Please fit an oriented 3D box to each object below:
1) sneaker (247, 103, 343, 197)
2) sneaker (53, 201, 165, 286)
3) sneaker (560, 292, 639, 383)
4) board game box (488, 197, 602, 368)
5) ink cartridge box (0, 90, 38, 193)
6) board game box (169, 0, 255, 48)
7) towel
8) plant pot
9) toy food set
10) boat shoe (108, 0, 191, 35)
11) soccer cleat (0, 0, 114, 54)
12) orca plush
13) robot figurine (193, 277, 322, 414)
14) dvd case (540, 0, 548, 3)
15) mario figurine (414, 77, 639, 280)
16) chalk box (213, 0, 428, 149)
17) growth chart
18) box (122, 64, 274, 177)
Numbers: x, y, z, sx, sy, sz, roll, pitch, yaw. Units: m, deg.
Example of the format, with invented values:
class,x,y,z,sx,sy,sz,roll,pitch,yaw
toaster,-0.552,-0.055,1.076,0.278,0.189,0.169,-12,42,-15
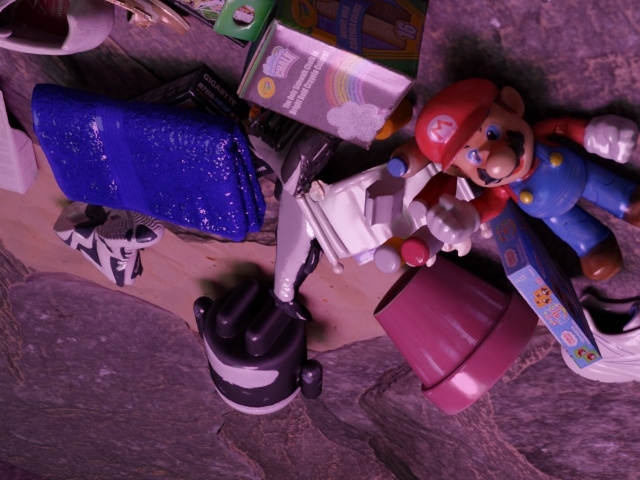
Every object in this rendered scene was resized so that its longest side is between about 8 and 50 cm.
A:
class,x,y,z,sx,sy,sz,roll,pitch,yaw
sneaker,-0.042,-0.125,1.432,0.108,0.100,0.271,41,179,-12
sneaker,-0.311,0.009,1.893,0.235,0.094,0.153,-4,142,36
sneaker,0.481,0.151,1.617,0.297,0.111,0.129,8,140,19
board game box,0.290,0.049,1.526,0.039,0.160,0.211,-30,127,16
ink cartridge box,-0.541,-0.183,1.792,0.181,0.056,0.225,16,138,10
board game box,-0.168,-0.332,1.347,0.259,0.030,0.136,31,150,-15
towel,-0.238,-0.101,1.595,0.308,0.076,0.228,11,148,19
plant pot,0.184,0.119,1.683,0.180,0.201,0.201,42,146,-3
toy food set,0.097,-0.050,1.437,0.111,0.104,0.232,17,119,24
boat shoe,-0.221,-0.283,1.411,0.135,0.045,0.050,30,-174,-29
soccer cleat,-0.417,-0.302,1.415,0.331,0.143,0.116,12,114,7
orca plush,0.000,0.000,1.676,0.102,0.151,0.287,-10,126,-20
robot figurine,-0.106,0.178,1.957,0.173,0.209,0.278,-16,147,-9
dvd case,0.241,-0.292,1.169,0.087,0.013,0.119,37,146,-23
mario figurine,0.249,-0.066,1.348,0.320,0.198,0.170,29,161,-19
chalk box,-0.008,-0.221,1.283,0.213,0.132,0.132,22,141,-11
growth chart,0.094,-0.034,1.537,0.237,0.021,0.172,-16,114,16
box,-0.181,-0.142,1.621,0.220,0.051,0.175,-14,134,44
